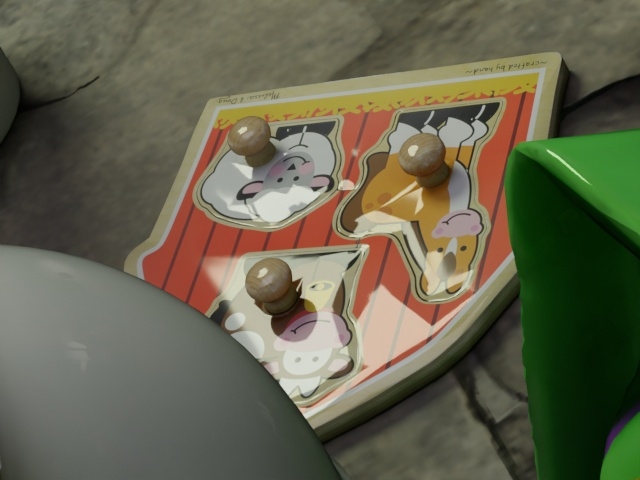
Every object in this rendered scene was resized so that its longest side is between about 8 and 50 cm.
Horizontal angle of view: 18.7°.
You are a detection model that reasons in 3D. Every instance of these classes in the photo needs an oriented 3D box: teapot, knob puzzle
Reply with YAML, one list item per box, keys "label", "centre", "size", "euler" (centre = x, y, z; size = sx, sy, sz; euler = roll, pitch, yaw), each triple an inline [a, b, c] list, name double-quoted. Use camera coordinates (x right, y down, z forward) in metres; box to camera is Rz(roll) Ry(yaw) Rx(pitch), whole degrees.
- label: "teapot"
  centre: [-0.064, 0.126, 0.589]
  size: [0.252, 0.187, 0.256]
  euler: [-34, 50, 51]
- label: "knob puzzle"
  centre: [0.000, 0.000, 0.778]
  size: [0.213, 0.030, 0.213]
  euler: [-16, 44, 16]

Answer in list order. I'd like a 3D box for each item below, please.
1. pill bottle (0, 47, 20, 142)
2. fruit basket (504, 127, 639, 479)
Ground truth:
- label: "pill bottle"
  centre: [-0.248, -0.138, 0.871]
  size: [0.152, 0.272, 0.152]
  euler: [-16, 43, 16]
- label: "fruit basket"
  centre: [0.127, 0.142, 0.376]
  size: [0.392, 0.283, 0.392]
  euler: [-8, 38, 6]
